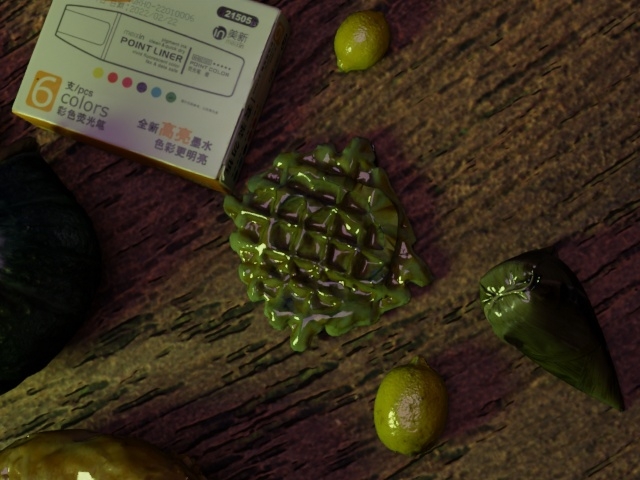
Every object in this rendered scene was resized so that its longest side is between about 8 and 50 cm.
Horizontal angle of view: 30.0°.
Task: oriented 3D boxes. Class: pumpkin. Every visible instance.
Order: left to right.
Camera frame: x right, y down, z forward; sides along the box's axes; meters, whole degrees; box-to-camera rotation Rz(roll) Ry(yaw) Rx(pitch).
[{"bbox_3d":[-0.367,0.062,1.307,0.293,0.263,0.197,-42,89,-6],"label":"pumpkin"}]

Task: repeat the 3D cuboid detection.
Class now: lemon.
[{"bbox_3d":[0.047,-0.228,1.370,0.062,0.062,0.083,39,95,11],"label":"lemon"},{"bbox_3d":[0.099,0.180,1.304,0.082,0.082,0.111,7,81,10],"label":"lemon"}]

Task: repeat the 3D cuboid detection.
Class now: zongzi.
[{"bbox_3d":[0.245,0.107,1.229,0.094,0.205,0.204,-32,83,15],"label":"zongzi"}]

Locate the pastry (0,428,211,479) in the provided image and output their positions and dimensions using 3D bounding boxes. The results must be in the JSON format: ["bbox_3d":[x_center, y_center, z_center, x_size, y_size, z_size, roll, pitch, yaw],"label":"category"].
[{"bbox_3d":[-0.237,0.328,1.300,0.310,0.162,0.255,5,95,20],"label":"pastry"}]

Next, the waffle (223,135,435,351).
[{"bbox_3d":[-0.001,0.000,1.355,0.204,0.054,0.224,-25,81,6],"label":"waffle"}]

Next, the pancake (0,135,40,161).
[{"bbox_3d":[-0.396,-0.057,1.361,0.199,0.199,0.021,-38,93,3],"label":"pancake"}]

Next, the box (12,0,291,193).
[{"bbox_3d":[-0.196,-0.199,1.392,0.273,0.091,0.221,17,85,10],"label":"box"}]
